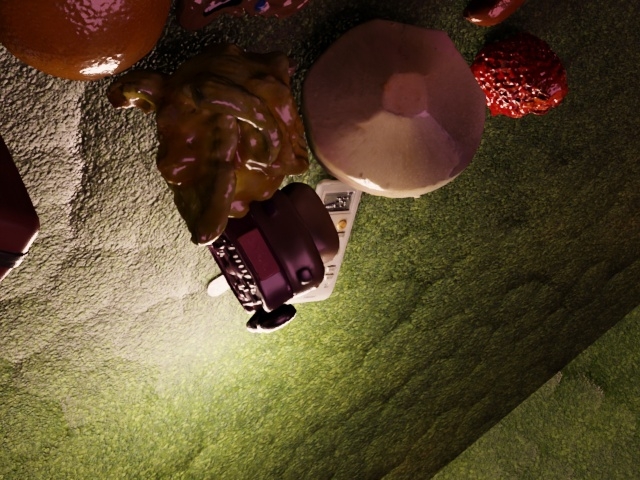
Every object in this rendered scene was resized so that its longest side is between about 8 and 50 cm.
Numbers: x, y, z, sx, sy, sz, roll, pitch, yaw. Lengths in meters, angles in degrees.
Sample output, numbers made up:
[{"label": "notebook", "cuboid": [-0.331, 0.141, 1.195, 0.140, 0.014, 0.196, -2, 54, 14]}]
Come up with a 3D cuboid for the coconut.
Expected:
[{"label": "coconut", "cuboid": [0.131, -0.235, 1.942, 0.353, 0.352, 0.352, -24, 140, -22]}]

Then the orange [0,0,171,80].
[{"label": "orange", "cuboid": [-0.336, -0.349, 1.462, 0.264, 0.264, 0.264, -24, 140, -22]}]

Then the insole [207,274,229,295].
[{"label": "insole", "cuboid": [-0.151, 0.057, 2.223, 0.193, 0.006, 0.065, -32, 143, -13]}]

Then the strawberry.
[{"label": "strawberry", "cuboid": [0.416, -0.333, 2.188, 0.187, 0.201, 0.184, 38, 86, -40]}]

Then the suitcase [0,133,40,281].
[{"label": "suitcase", "cuboid": [-0.542, -0.079, 1.490, 0.161, 0.297, 0.236, -47, 143, 20]}]

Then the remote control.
[{"label": "remote control", "cuboid": [0.000, 0.000, 2.270, 0.109, 0.055, 0.313, -4, 125, -31]}]

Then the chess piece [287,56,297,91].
[{"label": "chess piece", "cuboid": [-0.063, -0.284, 1.939, 0.035, 0.035, 0.092, -21, 142, -26]}]

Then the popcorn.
[{"label": "popcorn", "cuboid": [-0.152, -0.179, 1.726, 0.290, 0.321, 0.325, -27, 159, -19]}]

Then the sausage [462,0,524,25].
[{"label": "sausage", "cuboid": [0.353, -0.480, 2.072, 0.179, 0.089, 0.089, -47, 143, 3]}]

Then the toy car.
[{"label": "toy car", "cuboid": [-0.079, 0.005, 1.984, 0.240, 0.271, 0.341, -29, -177, -12]}]

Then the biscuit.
[{"label": "biscuit", "cuboid": [-0.093, -0.433, 1.754, 0.320, 0.047, 0.183, -25, 138, -19]}]
